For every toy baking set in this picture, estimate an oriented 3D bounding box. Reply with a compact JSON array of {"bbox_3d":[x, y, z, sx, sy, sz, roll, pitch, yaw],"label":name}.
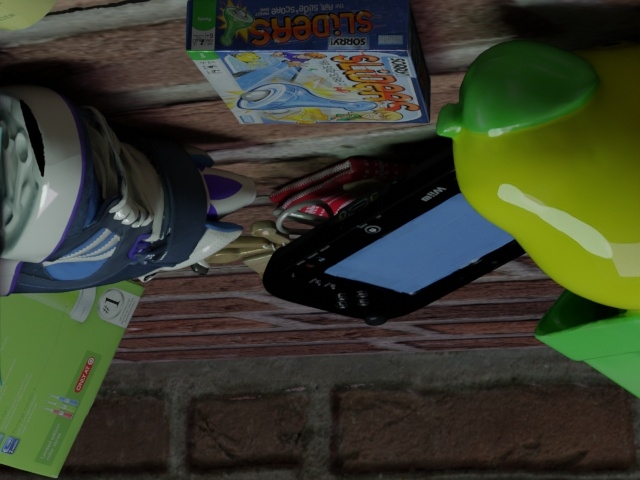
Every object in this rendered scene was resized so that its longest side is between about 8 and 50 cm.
[{"bbox_3d":[0.004,0.001,1.685,0.197,0.030,0.256,6,160,-42],"label":"toy baking set"}]

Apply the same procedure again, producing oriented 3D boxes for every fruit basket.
[{"bbox_3d":[0.266,-0.035,1.205,0.392,0.283,0.392,36,157,18],"label":"fruit basket"}]

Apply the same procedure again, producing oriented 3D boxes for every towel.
[{"bbox_3d":[0.114,-0.035,1.708,0.275,0.031,0.199,5,169,-23],"label":"towel"}]

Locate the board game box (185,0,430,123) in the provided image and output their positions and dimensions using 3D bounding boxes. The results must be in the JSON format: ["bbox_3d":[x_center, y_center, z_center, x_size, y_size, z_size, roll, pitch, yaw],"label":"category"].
[{"bbox_3d":[-0.002,-0.113,1.201,0.136,0.035,0.201,0,171,8],"label":"board game box"}]

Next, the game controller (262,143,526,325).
[{"bbox_3d":[0.094,-0.007,1.563,0.166,0.067,0.319,6,154,-40],"label":"game controller"}]

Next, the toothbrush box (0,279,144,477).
[{"bbox_3d":[-0.329,0.079,1.706,0.122,0.206,0.283,23,179,40],"label":"toothbrush box"}]

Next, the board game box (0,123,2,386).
[{"bbox_3d":[-0.357,0.038,1.325,0.254,0.079,0.336,-23,151,-24],"label":"board game box"}]

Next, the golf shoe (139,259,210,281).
[{"bbox_3d":[-0.186,-0.004,1.769,0.186,0.086,0.067,-1,174,24],"label":"golf shoe"}]

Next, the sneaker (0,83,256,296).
[{"bbox_3d":[-0.151,-0.049,1.440,0.236,0.130,0.323,-12,166,-24],"label":"sneaker"}]

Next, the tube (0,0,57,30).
[{"bbox_3d":[-0.215,-0.161,0.863,0.070,0.062,0.240,-44,149,14],"label":"tube"}]
